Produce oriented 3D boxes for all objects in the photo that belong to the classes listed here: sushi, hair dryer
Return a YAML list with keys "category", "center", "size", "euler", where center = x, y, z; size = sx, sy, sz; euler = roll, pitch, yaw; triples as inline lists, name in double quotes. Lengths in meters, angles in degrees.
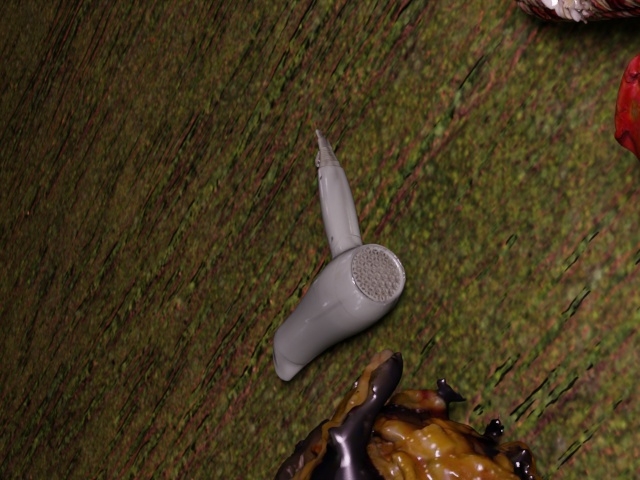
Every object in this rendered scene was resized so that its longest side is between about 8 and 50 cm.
- category: "sushi"
  center: [0.076, 0.216, 1.074]
  size: [0.200, 0.204, 0.213]
  euler: [-56, 5, -3]
- category: "hair dryer"
  center: [0.000, 0.000, 1.320]
  size: [0.206, 0.075, 0.237]
  euler: [-42, 46, 51]

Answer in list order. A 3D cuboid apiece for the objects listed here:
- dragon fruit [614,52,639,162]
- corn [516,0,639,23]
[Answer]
- category: "dragon fruit"
  center: [0.290, -0.065, 0.810]
  size: [0.262, 0.134, 0.211]
  euler: [-55, 33, 40]
- category: "corn"
  center: [0.214, -0.213, 0.961]
  size: [0.290, 0.098, 0.098]
  euler: [-164, 81, -71]
